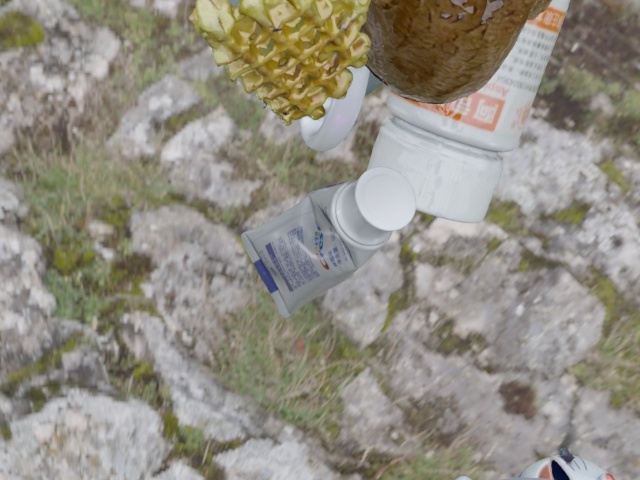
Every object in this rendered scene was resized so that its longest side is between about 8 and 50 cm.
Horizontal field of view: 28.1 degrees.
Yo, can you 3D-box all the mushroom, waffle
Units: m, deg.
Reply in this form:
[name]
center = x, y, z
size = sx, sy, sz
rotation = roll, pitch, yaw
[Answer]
[mushroom]
center = 0.117, -0.293, 1.144
size = 0.239, 0.345, 0.345
rotation = -15, 72, -7
[waffle]
center = -0.032, -0.143, 0.994
size = 0.160, 0.192, 0.046
rotation = -21, 67, -22

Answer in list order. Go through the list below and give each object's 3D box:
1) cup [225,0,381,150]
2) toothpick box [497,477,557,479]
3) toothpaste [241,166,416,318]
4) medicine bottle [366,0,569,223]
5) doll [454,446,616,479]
[cup]
center = 0.007, -0.261, 1.456
size = 0.259, 0.274, 0.357
rotation = 6, 63, -14
[toothpick box]
center = 0.114, 0.279, 0.635
size = 0.263, 0.263, 0.355
rotation = 29, 75, 2
[toothpaste]
center = 0.000, 0.000, 1.180
size = 0.061, 0.266, 0.096
rotation = -26, 87, -31
[medicine bottle]
center = 0.211, -0.229, 1.884
size = 0.211, 0.211, 0.372
rotation = 18, 102, -3
[doll]
center = 0.256, 0.349, 1.591
size = 0.256, 0.161, 0.215
rotation = -11, 35, -12
